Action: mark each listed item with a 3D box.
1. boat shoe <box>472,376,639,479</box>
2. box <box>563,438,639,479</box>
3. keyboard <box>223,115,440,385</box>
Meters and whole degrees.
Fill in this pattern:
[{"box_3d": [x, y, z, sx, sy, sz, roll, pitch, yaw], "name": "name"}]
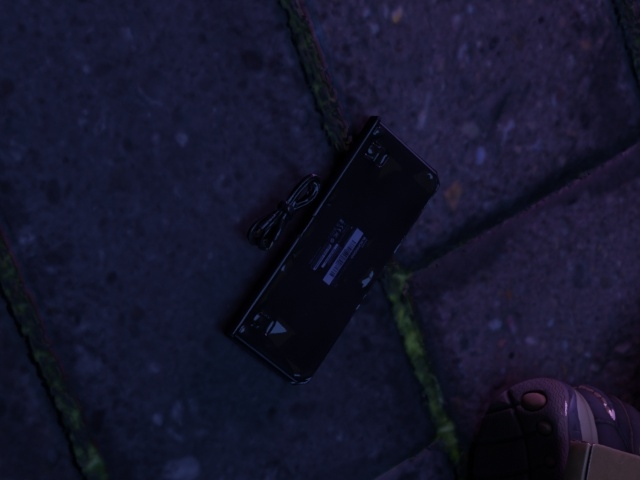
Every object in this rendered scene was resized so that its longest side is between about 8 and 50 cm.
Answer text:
[{"box_3d": [0.180, 0.278, 1.408, 0.130, 0.132, 0.355, 4, 99, -32], "name": "boat shoe"}, {"box_3d": [0.212, 0.252, 1.350, 0.164, 0.021, 0.201, 20, 77, -45], "name": "box"}, {"box_3d": [0.000, 0.000, 1.308, 0.108, 0.023, 0.180, 40, 79, -37], "name": "keyboard"}]
